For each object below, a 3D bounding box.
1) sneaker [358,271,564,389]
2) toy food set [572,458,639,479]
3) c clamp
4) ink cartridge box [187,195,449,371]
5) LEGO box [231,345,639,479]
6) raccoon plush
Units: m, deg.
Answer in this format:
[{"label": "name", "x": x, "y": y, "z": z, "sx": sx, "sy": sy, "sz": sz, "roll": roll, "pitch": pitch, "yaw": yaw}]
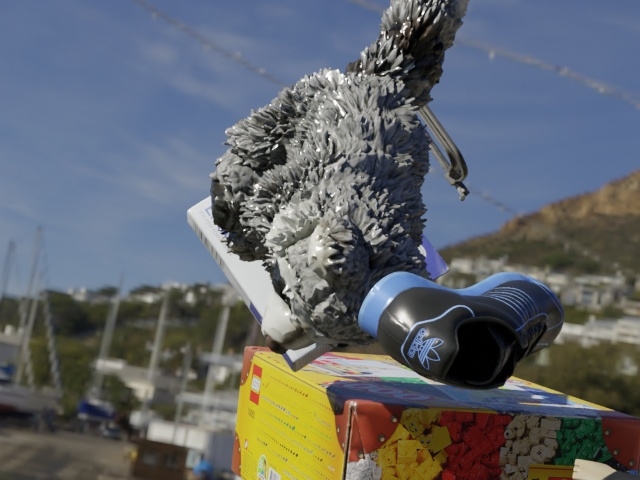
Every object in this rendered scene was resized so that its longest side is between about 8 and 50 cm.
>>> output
[{"label": "sneaker", "x": 0.133, "y": 0.077, "z": 0.988, "sx": 0.232, "sy": 0.081, "sz": 0.090, "roll": 3, "pitch": 29, "yaw": -45}, {"label": "toy food set", "x": 0.258, "y": 0.266, "z": 1.063, "sx": 0.132, "sy": 0.039, "sz": 0.192, "roll": 11, "pitch": 29, "yaw": 14}, {"label": "c clamp", "x": 0.134, "y": -0.119, "z": 1.522, "sx": 0.022, "sy": 0.161, "sz": 0.137, "roll": -33, "pitch": -2, "yaw": -5}, {"label": "ink cartridge box", "x": 0.000, "y": 0.000, "z": 1.437, "sx": 0.223, "sy": 0.224, "sz": 0.045, "roll": 53, "pitch": -16, "yaw": 16}, {"label": "LEGO box", "x": 0.125, "y": 0.274, "z": 1.657, "sx": 0.372, "sy": 0.193, "sz": 0.500, "roll": 6, "pitch": 1, "yaw": -18}, {"label": "raccoon plush", "x": 0.054, "y": -0.097, "z": 1.231, "sx": 0.216, "sy": 0.447, "sz": 0.299, "roll": 20, "pitch": 1, "yaw": -24}]
